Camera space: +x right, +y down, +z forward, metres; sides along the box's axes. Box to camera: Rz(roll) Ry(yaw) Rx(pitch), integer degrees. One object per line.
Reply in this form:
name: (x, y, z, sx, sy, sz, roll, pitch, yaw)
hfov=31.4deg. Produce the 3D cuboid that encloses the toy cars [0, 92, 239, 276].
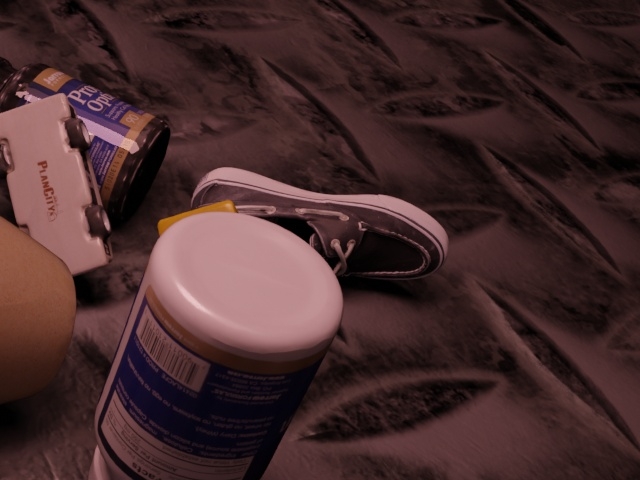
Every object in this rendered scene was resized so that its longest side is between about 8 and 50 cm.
toy cars: (-0.180, 0.009, 1.143, 0.394, 0.176, 0.087, 32, -4, 11)

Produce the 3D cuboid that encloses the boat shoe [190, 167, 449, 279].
boat shoe: (0.000, 0.000, 1.282, 0.301, 0.108, 0.102, 16, 34, -9)

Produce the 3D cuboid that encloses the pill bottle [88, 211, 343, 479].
pill bottle: (-0.096, 0.120, 0.915, 0.153, 0.264, 0.153, 17, 36, -13)

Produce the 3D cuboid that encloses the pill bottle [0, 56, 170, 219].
pill bottle: (-0.287, -0.120, 1.249, 0.219, 0.123, 0.123, 26, 34, 1)

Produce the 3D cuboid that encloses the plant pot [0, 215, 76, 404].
plant pot: (-0.348, 0.046, 0.913, 0.274, 0.256, 0.256, 17, 30, -41)
